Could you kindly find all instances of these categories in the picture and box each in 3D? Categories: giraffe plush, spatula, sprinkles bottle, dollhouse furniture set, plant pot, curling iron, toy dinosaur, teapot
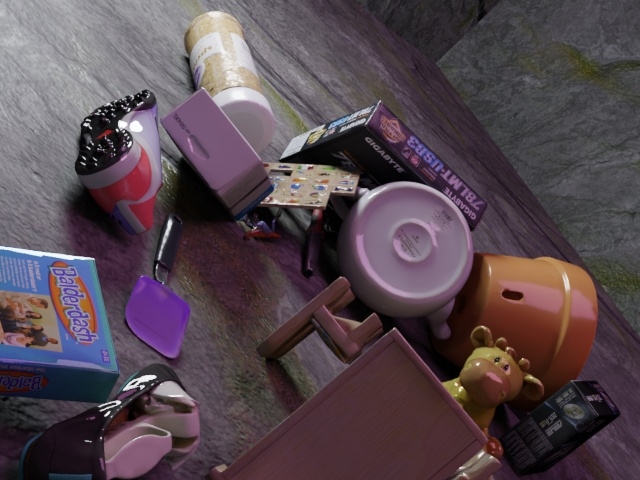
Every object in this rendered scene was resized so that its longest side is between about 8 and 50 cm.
[{"bbox_3d":[0.229,0.231,1.648,0.181,0.170,0.210,37,23,-9],"label":"giraffe plush"},{"bbox_3d":[-0.201,0.041,1.450,0.084,0.030,0.296,37,21,-21],"label":"spatula"},{"bbox_3d":[-0.170,-0.289,2.055,0.121,0.121,0.355,35,22,-33],"label":"sprinkles bottle"},{"bbox_3d":[0.043,0.258,1.361,0.362,0.256,0.394,50,-2,8],"label":"dollhouse furniture set"},{"bbox_3d":[0.337,0.149,2.075,0.204,0.291,0.291,21,27,-20],"label":"plant pot"},{"bbox_3d":[0.000,0.000,1.970,0.068,0.035,0.274,44,18,-9],"label":"curling iron"},{"bbox_3d":[-0.095,-0.013,1.819,0.082,0.047,0.090,44,50,-37],"label":"toy dinosaur"},{"bbox_3d":[0.132,0.025,1.980,0.253,0.187,0.256,8,73,-10],"label":"teapot"}]

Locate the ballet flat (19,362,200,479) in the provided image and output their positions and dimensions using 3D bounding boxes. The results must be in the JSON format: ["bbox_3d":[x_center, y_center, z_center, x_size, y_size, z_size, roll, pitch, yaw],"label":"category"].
[{"bbox_3d":[-0.174,0.191,1.088,0.280,0.096,0.095,-31,120,-67],"label":"ballet flat"}]

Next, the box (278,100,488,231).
[{"bbox_3d":[0.113,-0.109,2.097,0.295,0.293,0.073,40,64,-22],"label":"box"}]

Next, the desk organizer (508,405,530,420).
[{"bbox_3d":[0.425,0.346,2.180,0.130,0.047,0.050,47,16,0],"label":"desk organizer"}]

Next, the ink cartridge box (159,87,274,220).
[{"bbox_3d":[-0.153,-0.126,1.711,0.148,0.086,0.203,51,-4,9],"label":"ink cartridge box"}]

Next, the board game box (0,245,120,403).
[{"bbox_3d":[-0.302,0.070,1.041,0.210,0.047,0.160,10,36,-29],"label":"board game box"}]

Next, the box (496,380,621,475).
[{"bbox_3d":[0.419,0.328,1.986,0.077,0.180,0.147,56,20,24],"label":"box"}]

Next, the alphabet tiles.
[{"bbox_3d":[-0.037,-0.094,1.916,0.198,0.009,0.237,3,20,6],"label":"alphabet tiles"}]

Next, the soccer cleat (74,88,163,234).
[{"bbox_3d":[-0.265,-0.116,1.557,0.318,0.109,0.116,-101,167,-65],"label":"soccer cleat"}]
